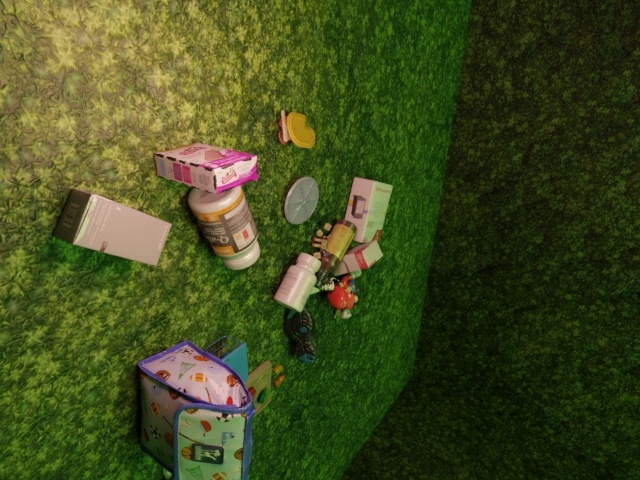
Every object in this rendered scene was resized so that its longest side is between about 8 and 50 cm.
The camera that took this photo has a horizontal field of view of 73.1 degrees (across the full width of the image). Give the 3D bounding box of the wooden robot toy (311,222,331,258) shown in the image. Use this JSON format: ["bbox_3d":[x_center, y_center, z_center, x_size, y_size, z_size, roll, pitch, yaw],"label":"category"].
[{"bbox_3d":[0.000,0.000,1.968,0.079,0.076,0.173,-116,-140,-82],"label":"wooden robot toy"}]

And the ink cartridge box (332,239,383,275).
[{"bbox_3d":[0.168,0.086,2.102,0.158,0.217,0.092,-33,100,-50],"label":"ink cartridge box"}]

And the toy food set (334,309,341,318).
[{"bbox_3d":[0.117,0.354,2.360,0.192,0.038,0.133,-1,113,-64],"label":"toy food set"}]

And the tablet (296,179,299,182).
[{"bbox_3d":[-0.082,-0.207,1.757,0.083,0.006,0.054,39,72,-57],"label":"tablet"}]

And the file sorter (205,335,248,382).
[{"bbox_3d":[-0.344,0.453,1.574,0.118,0.104,0.170,-32,132,-49],"label":"file sorter"}]

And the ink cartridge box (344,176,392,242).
[{"bbox_3d":[0.236,-0.150,2.189,0.226,0.131,0.306,1,103,-58],"label":"ink cartridge box"}]

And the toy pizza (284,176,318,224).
[{"bbox_3d":[-0.081,-0.163,1.748,0.201,0.032,0.201,-33,136,-39],"label":"toy pizza"}]

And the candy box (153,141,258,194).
[{"bbox_3d":[-0.307,-0.201,1.163,0.159,0.233,0.071,-33,132,-49],"label":"candy box"}]

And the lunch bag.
[{"bbox_3d":[-0.367,0.544,1.306,0.239,0.385,0.328,-21,124,-54],"label":"lunch bag"}]

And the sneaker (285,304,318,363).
[{"bbox_3d":[-0.083,0.409,2.005,0.140,0.125,0.341,-77,163,-57],"label":"sneaker"}]

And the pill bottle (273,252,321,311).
[{"bbox_3d":[-0.090,0.174,1.819,0.229,0.131,0.131,-63,149,-14],"label":"pill bottle"}]

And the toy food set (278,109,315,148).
[{"bbox_3d":[-0.104,-0.396,1.575,0.218,0.071,0.128,-7,88,-60],"label":"toy food set"}]

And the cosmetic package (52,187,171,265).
[{"bbox_3d":[-0.502,-0.027,1.065,0.238,0.107,0.127,25,80,-57],"label":"cosmetic package"}]

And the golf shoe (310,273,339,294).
[{"bbox_3d":[0.014,0.209,2.049,0.198,0.093,0.077,-28,130,-48],"label":"golf shoe"}]

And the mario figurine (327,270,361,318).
[{"bbox_3d":[0.157,0.267,2.192,0.198,0.170,0.320,62,24,-5],"label":"mario figurine"}]

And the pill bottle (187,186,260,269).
[{"bbox_3d":[-0.288,-0.048,1.346,0.162,0.162,0.279,-50,143,-33],"label":"pill bottle"}]

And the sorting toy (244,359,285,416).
[{"bbox_3d":[-0.251,0.645,1.891,0.307,0.041,0.229,-31,130,-49],"label":"sorting toy"}]

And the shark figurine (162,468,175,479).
[{"bbox_3d":[-0.479,0.807,1.534,0.166,0.116,0.278,23,87,-61],"label":"shark figurine"}]

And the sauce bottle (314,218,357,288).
[{"bbox_3d":[0.051,0.062,2.015,0.344,0.111,0.111,-59,147,-21],"label":"sauce bottle"}]
